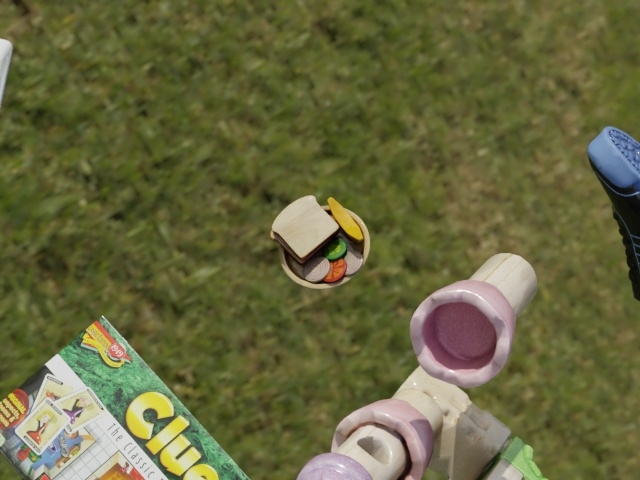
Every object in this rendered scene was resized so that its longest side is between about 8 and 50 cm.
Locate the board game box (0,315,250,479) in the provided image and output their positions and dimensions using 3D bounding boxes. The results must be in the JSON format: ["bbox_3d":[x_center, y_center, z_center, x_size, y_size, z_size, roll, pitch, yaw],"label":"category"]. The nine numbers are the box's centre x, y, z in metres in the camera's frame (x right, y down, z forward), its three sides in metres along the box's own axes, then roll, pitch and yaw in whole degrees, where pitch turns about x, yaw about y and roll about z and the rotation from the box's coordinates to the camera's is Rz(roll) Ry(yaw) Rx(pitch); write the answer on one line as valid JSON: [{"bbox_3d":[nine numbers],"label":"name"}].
[{"bbox_3d":[-0.141,0.194,1.314,0.259,0.136,0.030,45,-13,20],"label":"board game box"}]

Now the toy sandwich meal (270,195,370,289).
[{"bbox_3d":[0.000,0.000,1.377,0.029,0.085,0.085,64,19,-61],"label":"toy sandwich meal"}]

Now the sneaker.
[{"bbox_3d":[0.304,0.005,1.507,0.232,0.090,0.081,48,26,-9],"label":"sneaker"}]

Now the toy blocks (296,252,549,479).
[{"bbox_3d":[0.105,0.223,1.075,0.288,0.309,0.260,39,27,7],"label":"toy blocks"}]

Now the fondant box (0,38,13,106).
[{"bbox_3d":[-0.306,-0.032,0.882,0.238,0.330,0.096,12,70,-14],"label":"fondant box"}]
